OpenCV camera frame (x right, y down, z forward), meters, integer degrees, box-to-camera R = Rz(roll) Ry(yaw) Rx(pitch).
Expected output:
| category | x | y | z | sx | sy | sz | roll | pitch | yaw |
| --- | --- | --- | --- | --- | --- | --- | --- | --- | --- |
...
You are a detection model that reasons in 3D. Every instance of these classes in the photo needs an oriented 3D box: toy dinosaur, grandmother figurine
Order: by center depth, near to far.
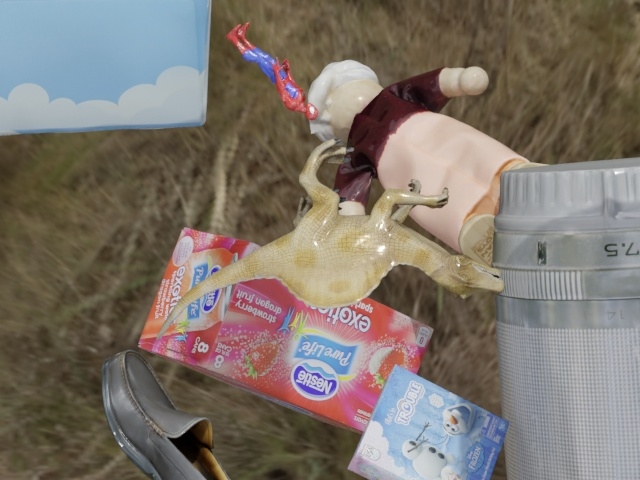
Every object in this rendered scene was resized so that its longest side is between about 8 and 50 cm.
| category | x | y | z | sx | sy | sz | roll | pitch | yaw |
| --- | --- | --- | --- | --- | --- | --- | --- | --- | --- |
| toy dinosaur | 0.000 | 0.000 | 0.820 | 0.183 | 0.053 | 0.092 | -5 | 48 | 17 |
| grandmother figurine | 0.086 | -0.082 | 1.573 | 0.208 | 0.104 | 0.342 | -44 | 40 | -2 |

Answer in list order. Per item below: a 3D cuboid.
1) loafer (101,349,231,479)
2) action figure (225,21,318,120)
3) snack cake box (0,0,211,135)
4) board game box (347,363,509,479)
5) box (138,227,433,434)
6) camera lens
| category | x | y | z | sx | sy | sz | roll | pitch | yaw |
| --- | --- | --- | --- | --- | --- | --- | --- | --- | --- |
| loafer | -0.097 | 0.140 | 1.120 | 0.061 | 0.062 | 0.170 | -42 | 63 | 22 |
| action figure | -0.042 | -0.161 | 1.561 | 0.030 | 0.038 | 0.115 | -39 | 88 | 17 |
| snack cake box | -0.179 | -0.110 | 0.593 | 0.264 | 0.089 | 0.152 | -3 | 39 | -11 |
| board game box | 0.074 | 0.138 | 1.094 | 0.090 | 0.020 | 0.090 | 26 | 44 | 1 |
| box | -0.030 | 0.095 | 1.584 | 0.257 | 0.123 | 0.128 | 27 | 81 | -38 |
| camera lens | 0.236 | 0.080 | 1.161 | 0.219 | 0.219 | 0.274 | -4 | 93 | 2 |
